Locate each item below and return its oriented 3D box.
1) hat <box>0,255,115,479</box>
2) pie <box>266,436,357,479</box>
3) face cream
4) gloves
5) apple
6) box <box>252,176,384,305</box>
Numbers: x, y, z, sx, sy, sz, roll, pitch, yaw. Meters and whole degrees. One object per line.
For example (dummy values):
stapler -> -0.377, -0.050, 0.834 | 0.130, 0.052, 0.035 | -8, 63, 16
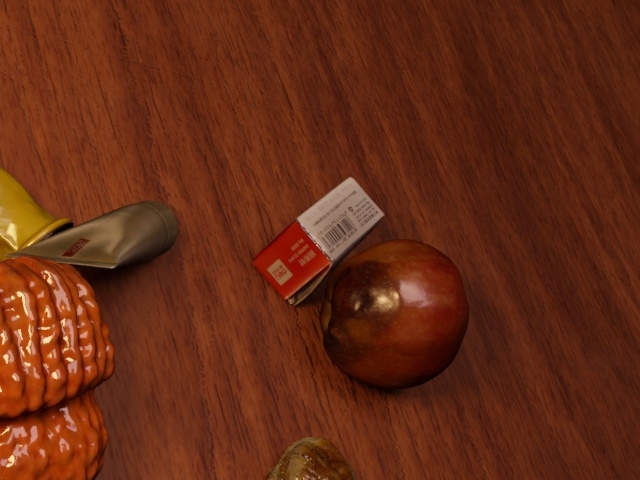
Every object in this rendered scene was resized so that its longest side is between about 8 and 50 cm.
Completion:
hat -> -0.327, 0.224, 1.473 | 0.285, 0.285, 0.400 | -19, 78, -47
pie -> 0.009, 0.360, 1.791 | 0.163, 0.079, 0.194 | -7, 65, -47
face cream -> -0.275, 0.004, 1.710 | 0.137, 0.084, 0.341 | 7, 9, 11
gloves -> -0.468, -0.083, 1.713 | 0.294, 0.133, 0.116 | 44, 83, 3
apple -> 0.104, 0.106, 1.964 | 0.230, 0.230, 0.230 | 22, 47, -26
box -> 0.000, 0.000, 2.020 | 0.099, 0.133, 0.182 | 48, 39, 1
